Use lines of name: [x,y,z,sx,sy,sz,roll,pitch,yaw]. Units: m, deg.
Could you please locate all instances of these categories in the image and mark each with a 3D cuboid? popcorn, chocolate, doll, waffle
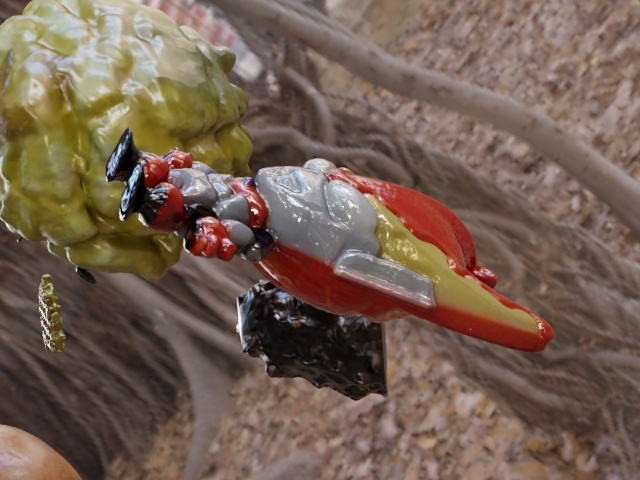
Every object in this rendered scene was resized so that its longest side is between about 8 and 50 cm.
popcorn: [-0.179,-0.082,0.916,0.225,0.249,0.249,-57,9,42]
chocolate: [-0.009,0.068,0.979,0.156,0.133,0.156,-2,-90,-87]
doll: [0.000,0.000,0.429,0.109,0.169,0.057,50,125,58]
waffle: [-0.263,0.077,1.074,0.085,0.016,0.078,132,128,-62]

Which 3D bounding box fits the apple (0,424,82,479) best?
apple: [-0.289,0.258,0.978,0.162,0.201,0.201,-21,-7,-31]
